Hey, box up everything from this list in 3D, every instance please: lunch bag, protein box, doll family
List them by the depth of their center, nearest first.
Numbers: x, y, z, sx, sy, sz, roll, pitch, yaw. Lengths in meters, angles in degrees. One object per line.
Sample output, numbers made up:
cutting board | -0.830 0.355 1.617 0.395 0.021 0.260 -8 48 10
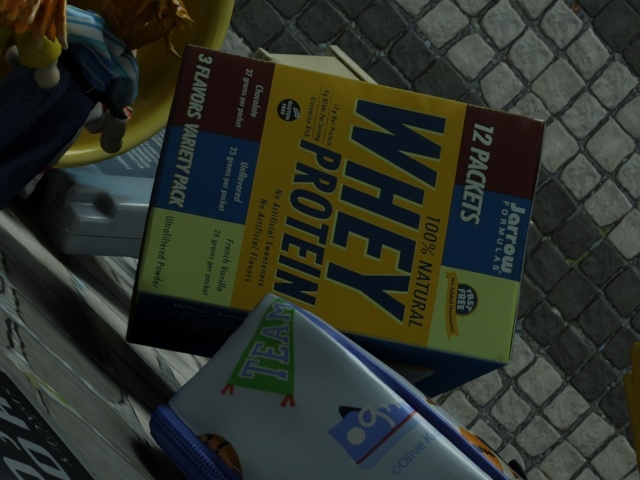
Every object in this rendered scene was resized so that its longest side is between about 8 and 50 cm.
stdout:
lunch bag | 0.045 0.142 0.805 0.243 0.115 0.303 39 -4 20
doll family | -0.152 -0.092 0.829 0.118 0.163 0.263 44 -2 33
protein box | 0.000 0.000 0.934 0.199 0.136 0.201 11 -13 -6

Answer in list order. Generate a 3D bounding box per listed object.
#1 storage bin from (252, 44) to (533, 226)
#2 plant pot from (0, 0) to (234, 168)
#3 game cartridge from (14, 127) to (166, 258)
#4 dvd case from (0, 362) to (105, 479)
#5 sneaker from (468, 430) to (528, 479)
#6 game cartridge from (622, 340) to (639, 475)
storage bin | 0.001 0.004 1.471 0.262 0.260 0.123 44 25 23
plant pot | -0.223 -0.191 1.105 0.239 0.254 0.254 18 -22 50
game cartridge | -0.151 -0.065 1.231 0.198 0.062 0.297 8 22 -35
dvd case | -0.069 0.069 0.327 0.179 0.029 0.239 45 -1 22
sneaker | 0.139 0.242 1.296 0.321 0.126 0.127 44 5 -17
game cartridge | 0.184 0.196 0.579 0.285 0.052 0.324 -173 -106 -88
